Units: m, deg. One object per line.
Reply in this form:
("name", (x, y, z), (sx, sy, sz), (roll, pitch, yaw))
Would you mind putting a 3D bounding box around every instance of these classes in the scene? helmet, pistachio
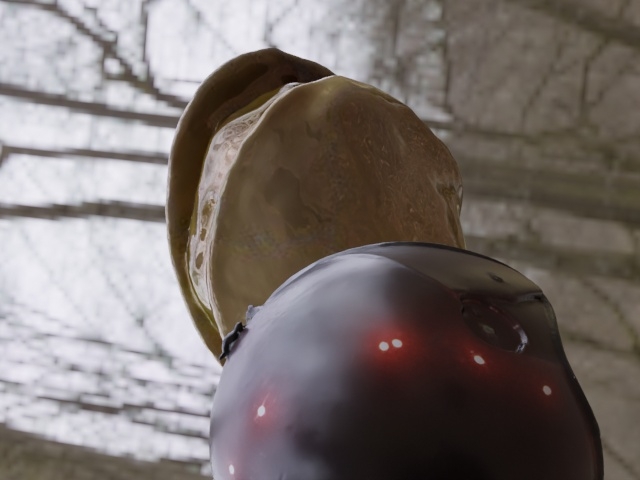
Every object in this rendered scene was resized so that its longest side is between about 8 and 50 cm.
("helmet", (0.041, 0.106, 0.965), (0.193, 0.216, 0.189), (-19, -38, -59))
("pistachio", (0.000, 0.000, 1.418), (0.238, 0.229, 0.321), (-43, -49, -25))
